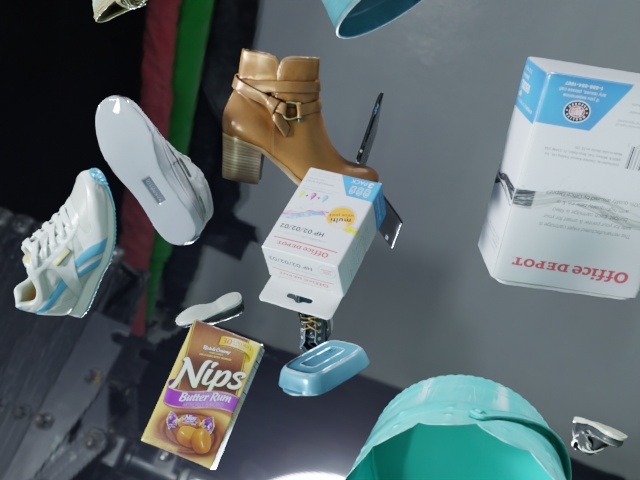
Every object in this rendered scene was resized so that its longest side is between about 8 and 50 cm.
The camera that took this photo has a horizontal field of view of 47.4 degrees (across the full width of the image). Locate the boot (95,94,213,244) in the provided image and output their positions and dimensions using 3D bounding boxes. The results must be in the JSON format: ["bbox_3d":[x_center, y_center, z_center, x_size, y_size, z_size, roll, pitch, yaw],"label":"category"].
[{"bbox_3d":[-0.263,-0.122,1.182,0.123,0.095,0.258,-69,-44,-67],"label":"boot"}]

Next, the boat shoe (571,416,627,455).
[{"bbox_3d":[0.616,0.444,1.622,0.233,0.084,0.079,77,-145,-79],"label":"boat shoe"}]

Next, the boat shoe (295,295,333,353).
[{"bbox_3d":[-0.014,0.155,1.411,0.183,0.065,0.083,72,-154,-48],"label":"boat shoe"}]

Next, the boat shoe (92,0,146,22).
[{"bbox_3d":[-0.336,-0.404,1.236,0.056,0.153,0.048,3,-89,-51],"label":"boat shoe"}]

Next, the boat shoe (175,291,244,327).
[{"bbox_3d":[-0.197,0.133,1.316,0.046,0.125,0.038,-128,19,-51],"label":"boat shoe"}]

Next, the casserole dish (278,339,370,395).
[{"bbox_3d":[0.006,0.227,1.329,0.188,0.114,0.037,-21,-71,-44],"label":"casserole dish"}]

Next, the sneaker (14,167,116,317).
[{"bbox_3d":[-0.325,0.009,0.932,0.087,0.092,0.228,54,128,42],"label":"sneaker"}]

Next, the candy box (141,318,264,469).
[{"bbox_3d":[-0.166,0.220,1.050,0.053,0.109,0.186,88,-157,-71],"label":"candy box"}]

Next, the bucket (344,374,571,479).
[{"bbox_3d":[0.159,0.299,0.837,0.183,0.281,0.281,-40,-34,-70],"label":"bucket"}]

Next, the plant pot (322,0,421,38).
[{"bbox_3d":[0.086,-0.584,1.436,0.271,0.255,0.271,-30,-3,-2],"label":"plant pot"}]

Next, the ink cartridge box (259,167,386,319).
[{"bbox_3d":[0.000,0.000,0.907,0.061,0.104,0.181,78,-147,-49],"label":"ink cartridge box"}]

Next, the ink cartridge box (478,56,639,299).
[{"bbox_3d":[0.484,-0.112,1.351,0.166,0.285,0.395,-88,7,-66],"label":"ink cartridge box"}]

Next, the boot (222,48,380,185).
[{"bbox_3d":[-0.020,-0.194,1.216,0.109,0.283,0.220,-93,13,-76],"label":"boot"}]

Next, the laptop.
[{"bbox_3d":[0.147,-0.151,1.628,0.234,0.136,0.264,91,-162,-76],"label":"laptop"}]
